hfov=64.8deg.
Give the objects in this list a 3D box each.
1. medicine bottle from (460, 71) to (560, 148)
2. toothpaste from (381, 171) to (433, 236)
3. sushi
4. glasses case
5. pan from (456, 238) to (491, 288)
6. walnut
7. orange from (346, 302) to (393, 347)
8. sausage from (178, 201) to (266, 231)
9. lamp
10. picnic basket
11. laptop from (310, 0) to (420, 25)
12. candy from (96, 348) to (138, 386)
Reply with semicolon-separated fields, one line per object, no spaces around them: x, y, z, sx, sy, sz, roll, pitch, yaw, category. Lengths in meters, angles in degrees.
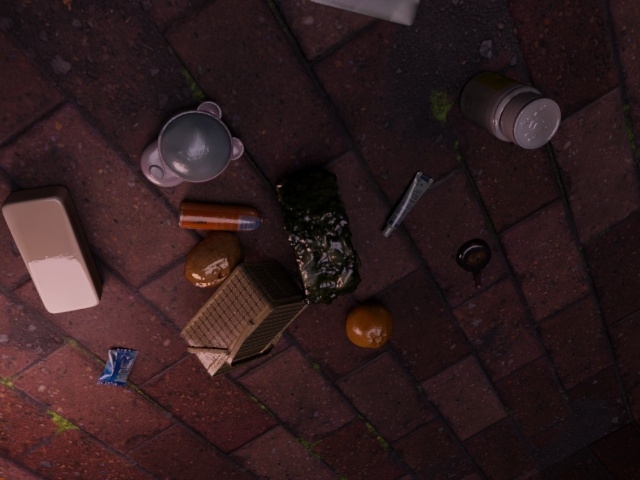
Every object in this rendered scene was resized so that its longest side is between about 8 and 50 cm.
0.470;-0.328;1.268;0.143;0.258;0.144;-7;122;-11;medicine bottle
0.249;-0.101;1.485;0.061;0.037;0.216;25;108;-27;toothpaste
0.000;0.000;1.328;0.177;0.294;0.352;-14;125;-1;sushi
-0.675;0.029;1.293;0.143;0.076;0.337;-9;123;-10;glasses case
0.515;0.091;1.673;0.114;0.040;0.212;-18;124;3;pan
-0.290;0.058;1.381;0.180;0.144;0.144;-33;124;-4;walnut
0.162;0.281;1.638;0.158;0.136;0.159;-8;122;-14;orange
-0.259;-0.061;1.352;0.234;0.071;0.071;4;120;-16;sausage
-0.320;-0.215;1.219;0.245;0.108;0.180;-29;120;4;lamp
-0.207;0.228;1.428;0.313;0.175;0.228;-48;161;16;picnic basket
0.119;-0.612;1.144;0.268;0.015;0.188;6;119;-18;laptop
-0.624;0.391;1.555;0.088;0.038;0.136;17;106;-27;candy
